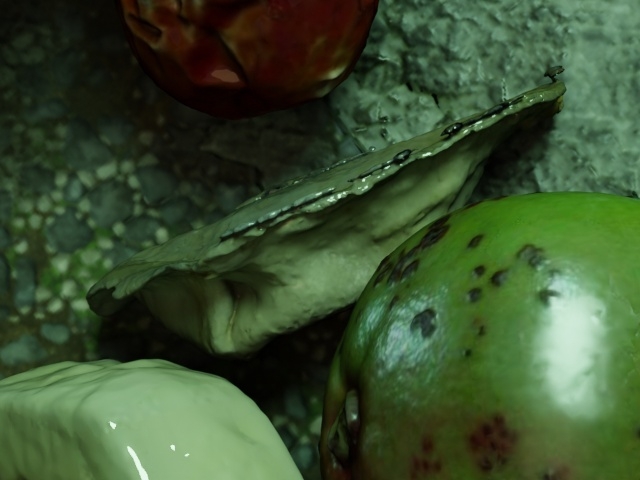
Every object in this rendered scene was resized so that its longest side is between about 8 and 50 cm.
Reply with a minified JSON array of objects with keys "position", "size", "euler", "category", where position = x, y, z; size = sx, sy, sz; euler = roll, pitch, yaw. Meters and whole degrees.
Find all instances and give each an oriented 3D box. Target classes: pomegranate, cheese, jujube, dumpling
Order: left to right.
[{"position":[-0.106,0.221,0.882],"size":[0.326,0.115,0.318],"euler":[50,133,29],"category":"cheese"},{"position":[-0.051,-0.196,0.890],"size":[0.174,0.174,0.250],"euler":[-12,86,14],"category":"jujube"},{"position":[0.002,0.002,0.896],"size":[0.332,0.166,0.086],"euler":[-27,99,15],"category":"dumpling"},{"position":[0.159,0.093,0.809],"size":[0.323,0.291,0.290],"euler":[-17,89,-6],"category":"pomegranate"}]
